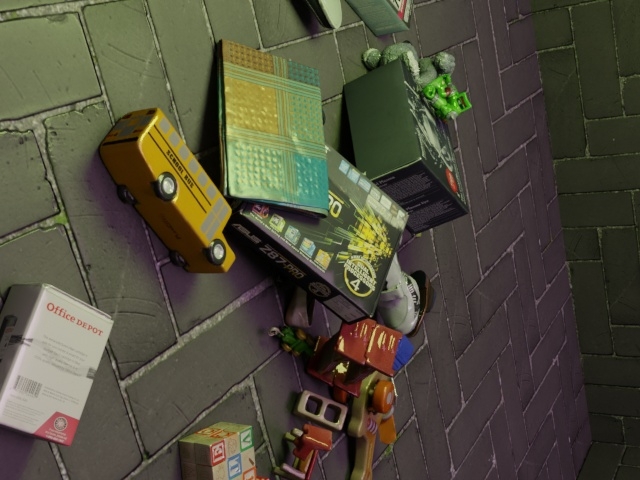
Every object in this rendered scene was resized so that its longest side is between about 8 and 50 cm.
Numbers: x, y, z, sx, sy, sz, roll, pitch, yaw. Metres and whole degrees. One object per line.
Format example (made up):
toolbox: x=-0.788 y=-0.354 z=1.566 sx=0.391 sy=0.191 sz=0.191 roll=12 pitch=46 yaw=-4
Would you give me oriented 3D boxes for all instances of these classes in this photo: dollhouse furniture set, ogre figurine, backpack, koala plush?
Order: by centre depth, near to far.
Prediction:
dollhouse furniture set: x=0.042 y=0.376 z=1.819 sx=0.152 sy=0.201 sz=0.374 roll=25 pitch=60 yaw=-10
ogre figurine: x=0.340 y=-0.383 z=2.121 sx=0.118 sy=0.097 sz=0.197 roll=53 pitch=11 yaw=-1
backpack: x=0.173 y=0.293 z=2.137 sx=0.101 sy=0.120 sz=0.098 roll=-57 pitch=136 yaw=-27
koala plush: x=0.238 y=-0.479 z=2.220 sx=0.221 sy=0.196 sz=0.203 roll=24 pitch=86 yaw=-57

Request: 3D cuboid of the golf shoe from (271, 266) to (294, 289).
golf shoe: x=-0.062 y=0.018 z=1.837 sx=0.094 sy=0.077 sz=0.198 roll=7 pitch=83 yaw=-56

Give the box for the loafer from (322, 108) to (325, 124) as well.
loafer: x=-0.031 y=-0.354 z=1.918 sx=0.170 sy=0.062 sz=0.061 roll=57 pitch=40 yaw=-39

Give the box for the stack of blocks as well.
stack of blocks: x=-0.188 y=0.531 z=1.610 sx=0.171 sy=0.087 sz=0.297 roll=-11 pitch=97 yaw=-56

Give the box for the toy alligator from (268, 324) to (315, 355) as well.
toy alligator: x=-0.071 y=0.223 z=1.840 sx=0.190 sy=0.056 sz=0.051 roll=38 pitch=17 yaw=-49

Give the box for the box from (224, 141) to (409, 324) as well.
box: x=0.000 y=-0.046 z=1.783 sx=0.395 sy=0.097 sz=0.318 roll=40 pitch=50 yaw=-20

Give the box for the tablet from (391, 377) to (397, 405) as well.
tablet: x=0.197 y=0.408 z=2.115 sx=0.083 sy=0.006 sz=0.054 roll=83 pitch=-4 yaw=-59

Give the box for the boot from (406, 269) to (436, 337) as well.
boot: x=0.307 y=0.209 z=2.376 sx=0.106 sy=0.082 sz=0.219 roll=44 pitch=51 yaw=-43

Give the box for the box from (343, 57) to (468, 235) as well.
box: x=0.229 y=-0.244 z=2.104 sx=0.312 sy=0.179 sz=0.343 roll=36 pitch=38 yaw=-49

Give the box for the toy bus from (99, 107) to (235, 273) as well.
toy bus: x=-0.275 y=-0.081 z=1.495 sx=0.332 sy=0.108 sz=0.130 roll=57 pitch=43 yaw=-37

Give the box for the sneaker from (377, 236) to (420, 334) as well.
sneaker: x=0.146 y=0.098 z=2.098 sx=0.210 sy=0.137 sz=0.365 roll=-22 pitch=101 yaw=-54

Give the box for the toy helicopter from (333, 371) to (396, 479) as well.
toy helicopter: x=0.128 y=0.500 z=2.087 sx=0.235 sy=0.140 sz=0.355 roll=-5 pitch=104 yaw=-65

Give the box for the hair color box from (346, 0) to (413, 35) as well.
hair color box: x=0.125 y=-0.740 z=2.123 sx=0.374 sy=0.114 sz=0.185 roll=34 pitch=61 yaw=-50

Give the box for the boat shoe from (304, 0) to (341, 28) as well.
boat shoe: x=-0.039 y=-0.643 z=1.892 sx=0.302 sy=0.091 sz=0.114 roll=65 pitch=30 yaw=-27

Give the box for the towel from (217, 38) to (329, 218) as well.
towel: x=-0.102 y=-0.237 z=1.691 sx=0.271 sy=0.040 sz=0.370 roll=11 pitch=65 yaw=-36

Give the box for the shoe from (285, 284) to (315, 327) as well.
shoe: x=-0.026 y=0.104 z=1.875 sx=0.076 sy=0.058 sz=0.219 roll=23 pitch=78 yaw=-52

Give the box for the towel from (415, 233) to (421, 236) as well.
towel: x=0.298 y=-0.053 z=2.441 sx=0.060 sy=0.009 sz=0.083 roll=-4 pitch=92 yaw=-57

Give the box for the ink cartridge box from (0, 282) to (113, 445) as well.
ink cartridge box: x=-0.442 y=0.194 z=1.244 sx=0.158 sy=0.092 sz=0.217 roll=42 pitch=57 yaw=-48
